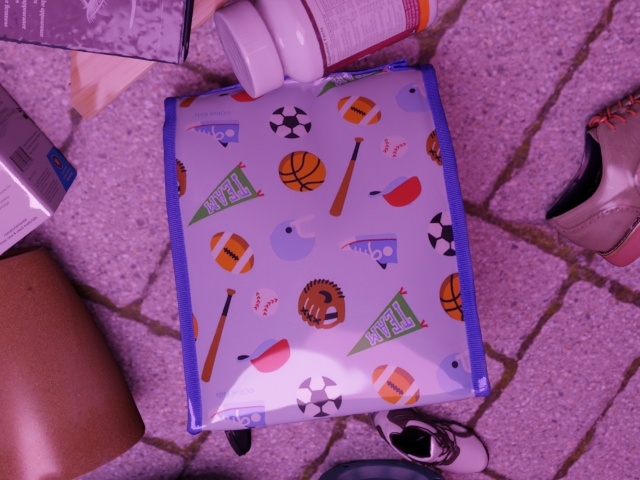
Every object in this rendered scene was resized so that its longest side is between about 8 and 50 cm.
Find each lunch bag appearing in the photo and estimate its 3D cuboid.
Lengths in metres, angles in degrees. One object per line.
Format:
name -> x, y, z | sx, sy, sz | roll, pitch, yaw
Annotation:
lunch bag -> 0.000, 0.000, 1.012 | 0.328, 0.239, 0.385 | -8, 85, 0

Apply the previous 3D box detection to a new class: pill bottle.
pill bottle -> 0.006, -0.244, 0.956 | 0.221, 0.121, 0.121 | -27, 112, -10

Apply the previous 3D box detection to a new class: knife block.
knife block -> -0.148, -0.267, 0.974 | 0.242, 0.088, 0.275 | 4, 110, -6

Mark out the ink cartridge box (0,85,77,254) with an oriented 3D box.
ink cartridge box -> -0.380, -0.106, 0.984 | 0.086, 0.148, 0.203 | -35, 110, 10

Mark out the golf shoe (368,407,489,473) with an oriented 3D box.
golf shoe -> 0.155, 0.288, 1.223 | 0.198, 0.094, 0.077 | 27, 105, -17

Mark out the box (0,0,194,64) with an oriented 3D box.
box -> -0.224, -0.266, 0.862 | 0.207, 0.108, 0.153 | 8, 110, -8

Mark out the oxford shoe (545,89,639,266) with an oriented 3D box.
oxford shoe -> 0.397, -0.136, 1.064 | 0.130, 0.123, 0.348 | 23, 107, -8

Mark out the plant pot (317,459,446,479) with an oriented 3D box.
plant pot -> 0.085, 0.448, 1.203 | 0.272, 0.271, 0.255 | 1, 96, -6

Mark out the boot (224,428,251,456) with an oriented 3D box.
boot -> -0.088, 0.229, 1.203 | 0.099, 0.045, 0.121 | -20, 111, 0

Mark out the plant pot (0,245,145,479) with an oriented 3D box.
plant pot -> -0.357, 0.142, 1.064 | 0.237, 0.237, 0.254 | -13, 97, 0
